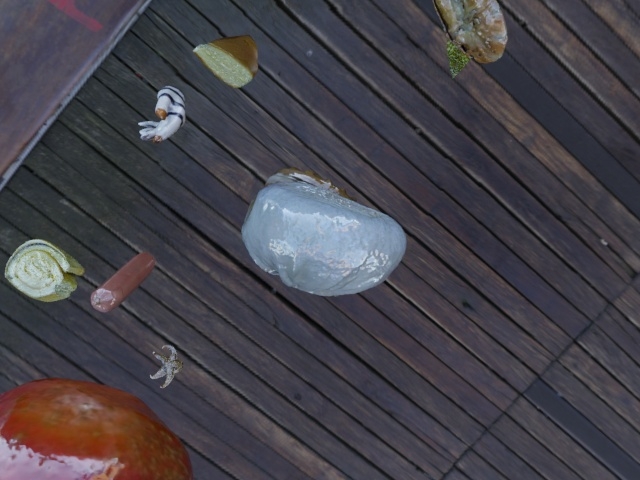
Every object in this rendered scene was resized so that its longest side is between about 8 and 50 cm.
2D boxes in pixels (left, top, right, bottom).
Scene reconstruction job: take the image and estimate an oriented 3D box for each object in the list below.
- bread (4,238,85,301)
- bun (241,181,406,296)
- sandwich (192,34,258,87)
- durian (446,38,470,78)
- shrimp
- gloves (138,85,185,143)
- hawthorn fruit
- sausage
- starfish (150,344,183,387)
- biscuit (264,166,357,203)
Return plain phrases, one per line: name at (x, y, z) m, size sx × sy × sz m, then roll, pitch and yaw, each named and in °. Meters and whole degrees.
bread at (-0.598, 0.070, 1.056) m, size 0.156 × 0.064 × 0.117 m, roll 33°, pitch 72°, yaw 12°
bun at (0.000, 0.000, 1.039) m, size 0.362 × 0.362 × 0.211 m, roll 21°, pitch 96°, yaw -6°
sandwich at (-0.079, -0.164, 0.447) m, size 0.031 × 0.083 × 0.044 m, roll -24°, pitch 104°, yaw 31°
durian at (0.395, -0.573, 1.364) m, size 0.086 × 0.100 × 0.215 m, roll 12°, pitch 85°, yaw 1°
shrimp at (0.154, -0.284, 0.549) m, size 0.043 × 0.091 × 0.184 m, roll -40°, pitch 101°, yaw -9°
gloves at (-0.508, -0.400, 1.599) m, size 0.140 × 0.218 × 0.131 m, roll -27°, pitch 145°, yaw 38°
hawthorn fruit at (-0.248, 0.221, 0.440) m, size 0.253 × 0.205 × 0.205 m, roll 31°, pitch 97°, yaw -12°
sausage at (-0.238, 0.047, 0.595) m, size 0.035 × 0.147 × 0.030 m, roll 24°, pitch 106°, yaw -8°
starfish at (-0.311, 0.256, 0.984) m, size 0.078 × 0.091 × 0.028 m, roll -19°, pitch 141°, yaw 19°
biscuit at (-0.022, -0.109, 1.498) m, size 0.332 × 0.332 × 0.103 m, roll 29°, pitch 76°, yaw -7°
